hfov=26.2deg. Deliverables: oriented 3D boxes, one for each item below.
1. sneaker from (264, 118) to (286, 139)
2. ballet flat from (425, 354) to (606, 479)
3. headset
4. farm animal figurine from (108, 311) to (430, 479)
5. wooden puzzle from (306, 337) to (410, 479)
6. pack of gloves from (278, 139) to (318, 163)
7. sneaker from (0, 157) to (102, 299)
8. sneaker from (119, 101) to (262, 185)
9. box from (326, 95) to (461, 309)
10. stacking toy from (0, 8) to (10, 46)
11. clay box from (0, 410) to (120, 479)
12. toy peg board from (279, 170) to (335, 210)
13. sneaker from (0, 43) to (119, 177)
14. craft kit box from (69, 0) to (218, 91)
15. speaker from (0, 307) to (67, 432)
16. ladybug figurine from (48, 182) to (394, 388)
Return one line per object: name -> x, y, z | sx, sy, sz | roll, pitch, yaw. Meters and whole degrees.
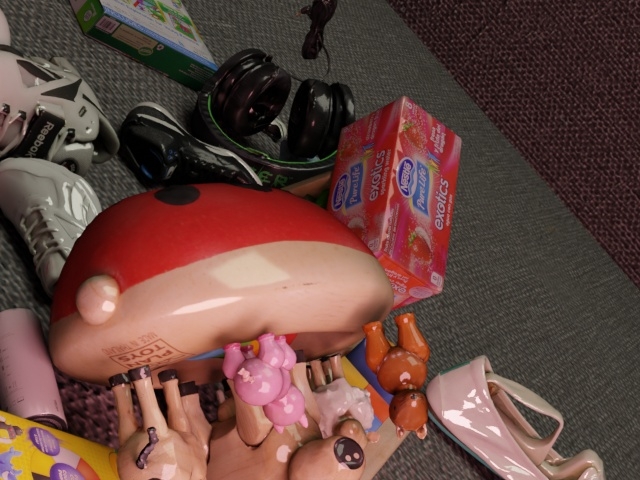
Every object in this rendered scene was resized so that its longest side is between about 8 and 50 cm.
sneaker -> -0.089, -0.201, 2.295 | 0.083, 0.032, 0.037 | 42, 20, -10
ballet flat -> 0.322, 0.319, 1.975 | 0.400, 0.139, 0.139 | 44, 20, -6
headset -> -0.048, -0.231, 2.137 | 0.243, 0.185, 0.394 | 22, 37, 0
farm animal figurine -> -0.051, 0.194, 1.290 | 0.330, 0.327, 0.172 | -10, 79, -24
wooden puzzle -> -0.002, 0.137, 1.752 | 0.322, 0.080, 0.348 | 47, 20, 4
pack of gloves -> -0.005, -0.049, 2.183 | 0.195, 0.046, 0.232 | 36, 33, -22
sneaker -> -0.272, 0.005, 1.466 | 0.232, 0.090, 0.115 | 45, 23, 0
sneaker -> -0.182, -0.091, 1.855 | 0.217, 0.079, 0.121 | 34, 25, -8
box -> 0.092, -0.045, 1.836 | 0.122, 0.128, 0.257 | 33, 52, -31
stacking toy -> -0.474, -0.390, 1.623 | 0.350, 0.350, 0.480 | 12, 56, -57
clay box -> -0.223, 0.225, 1.187 | 0.222, 0.053, 0.127 | 27, 28, -41
toy peg board -> 0.000, 0.000, 1.948 | 0.160, 0.161, 0.079 | 48, 52, -22
sneaker -> -0.325, -0.131, 1.543 | 0.146, 0.122, 0.330 | 47, 21, 9
craft kit box -> -0.300, -0.371, 2.175 | 0.250, 0.061, 0.246 | 24, 32, -46
speaker -> -0.274, 0.127, 1.273 | 0.055, 0.055, 0.136 | 27, 27, -42
ladybug figurine -> -0.100, 0.043, 1.361 | 0.449, 0.305, 0.162 | 12, 61, -67
